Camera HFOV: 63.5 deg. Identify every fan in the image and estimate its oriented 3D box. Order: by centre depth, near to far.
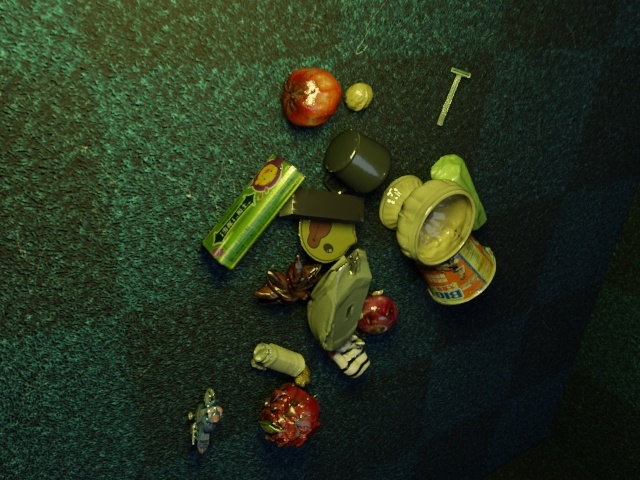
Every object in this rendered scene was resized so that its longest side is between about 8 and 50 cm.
[{"bbox_3d":[-0.010,-0.055,1.657,0.335,0.011,0.229,24,74,-28],"label":"fan"}]

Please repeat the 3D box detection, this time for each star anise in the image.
[{"bbox_3d":[-0.088,0.157,1.681,0.272,0.102,0.271,-18,145,-14],"label":"star anise"}]

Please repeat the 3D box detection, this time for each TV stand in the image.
[{"bbox_3d":[0.009,-0.107,1.619,0.270,0.083,0.088,4,83,-34],"label":"TV stand"}]

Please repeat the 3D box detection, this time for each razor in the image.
[{"bbox_3d":[0.444,-0.487,1.770,0.068,0.037,0.191,20,111,3],"label":"razor"}]

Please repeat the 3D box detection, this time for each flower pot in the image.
[{"bbox_3d":[0.359,-0.087,1.801,0.308,0.244,0.307,-18,126,-26],"label":"flower pot"}]

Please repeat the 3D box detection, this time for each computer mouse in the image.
[{"bbox_3d":[0.053,0.203,1.788,0.228,0.146,0.428,-27,140,-40],"label":"computer mouse"}]

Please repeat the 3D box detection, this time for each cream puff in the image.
[{"bbox_3d":[-0.073,0.510,1.952,0.083,0.058,0.083,-37,89,-32],"label":"cream puff"}]

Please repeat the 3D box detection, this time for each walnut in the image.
[{"bbox_3d":[0.114,-0.428,1.541,0.092,0.092,0.092,-17,124,-27],"label":"walnut"}]

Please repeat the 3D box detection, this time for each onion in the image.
[{"bbox_3d":[0.205,0.280,1.967,0.177,0.153,0.177,-27,148,-19],"label":"onion"}]

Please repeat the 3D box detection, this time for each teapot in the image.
[{"bbox_3d":[-0.159,0.431,1.846,0.107,0.077,0.200,-41,135,17],"label":"teapot"}]

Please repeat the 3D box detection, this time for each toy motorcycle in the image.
[{"bbox_3d":[-0.388,0.609,1.754,0.076,0.114,0.204,12,107,-40],"label":"toy motorcycle"}]

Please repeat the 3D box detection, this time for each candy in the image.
[{"bbox_3d":[0.529,-0.173,1.941,0.132,0.142,0.343,-52,134,-10],"label":"candy"}]

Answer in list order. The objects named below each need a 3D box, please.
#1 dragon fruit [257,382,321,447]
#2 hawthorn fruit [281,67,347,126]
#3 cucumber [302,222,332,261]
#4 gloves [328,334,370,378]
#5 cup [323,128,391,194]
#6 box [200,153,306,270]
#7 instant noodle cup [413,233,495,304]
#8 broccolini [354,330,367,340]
[{"bbox_3d":[-0.099,0.641,1.942,0.293,0.234,0.233,-32,138,-58],"label":"dragon fruit"},{"bbox_3d":[-0.008,-0.394,1.426,0.194,0.157,0.156,-13,122,-33],"label":"hawthorn fruit"},{"bbox_3d":[0.000,0.000,1.717,0.115,0.062,0.116,-22,109,-26],"label":"cucumber"},{"bbox_3d":[0.102,0.424,2.005,0.140,0.131,0.218,-33,103,-4],"label":"gloves"},{"bbox_3d":[0.095,-0.228,1.602,0.177,0.169,0.223,27,127,-38],"label":"cup"},{"bbox_3d":[-0.193,-0.079,1.488,0.345,0.134,0.097,-52,133,-1],"label":"box"},{"bbox_3d":[0.489,0.070,1.972,0.296,0.296,0.214,-47,124,-4],"label":"instant noodle cup"},{"bbox_3d":[0.109,0.340,2.014,0.218,0.042,0.044,37,93,-36],"label":"broccolini"}]
